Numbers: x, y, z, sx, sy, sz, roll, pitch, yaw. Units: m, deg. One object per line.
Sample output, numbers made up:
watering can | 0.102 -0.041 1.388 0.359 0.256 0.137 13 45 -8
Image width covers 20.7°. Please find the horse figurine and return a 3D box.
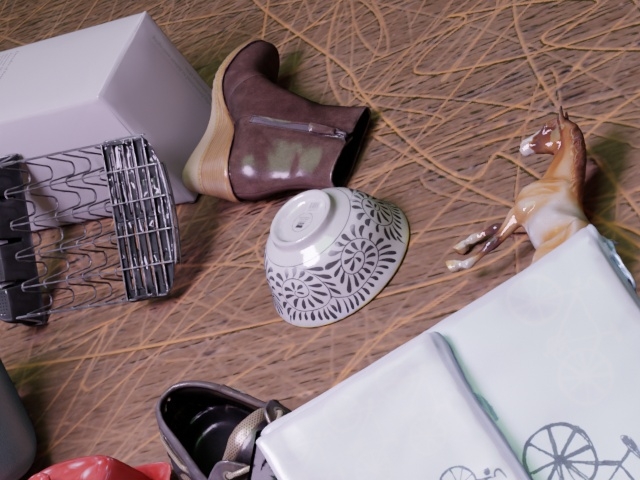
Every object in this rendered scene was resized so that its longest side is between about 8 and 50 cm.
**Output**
horse figurine | 0.203 0.009 1.632 0.174 0.066 0.263 -37 32 17

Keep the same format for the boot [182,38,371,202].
boot | -0.032 -0.141 2.026 0.207 0.090 0.248 -1 49 28

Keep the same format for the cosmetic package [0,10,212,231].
cosmetic package | -0.318 -0.133 2.168 0.365 0.197 0.155 -9 45 35

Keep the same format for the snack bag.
snack bag | 0.159 0.188 1.378 0.342 0.037 0.323 -32 59 1

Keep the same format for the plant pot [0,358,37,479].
plant pot | -0.447 0.192 1.875 0.248 0.247 0.252 -28 -2 18

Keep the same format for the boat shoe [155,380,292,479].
boat shoe | -0.043 0.218 1.580 0.355 0.130 0.132 15 63 50

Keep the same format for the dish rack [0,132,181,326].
dish rack | -0.276 -0.014 2.022 0.271 0.208 0.074 -10 1 26

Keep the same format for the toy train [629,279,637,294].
toy train | 0.240 0.116 1.474 0.105 0.080 0.184 5 53 35

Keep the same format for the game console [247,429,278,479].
game console | -0.109 0.263 1.495 0.361 0.044 0.213 1 68 25

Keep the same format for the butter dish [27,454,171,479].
butter dish | -0.247 0.272 1.728 0.160 0.118 0.160 -18 40 30

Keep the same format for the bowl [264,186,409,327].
bowl | 0.000 0.000 1.821 0.170 0.080 0.170 -25 39 22
